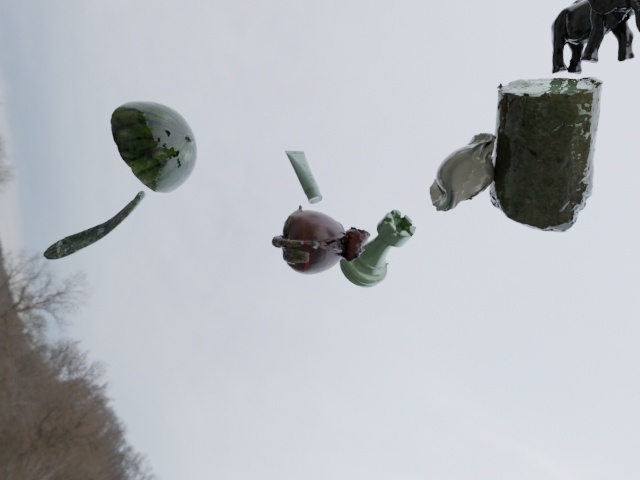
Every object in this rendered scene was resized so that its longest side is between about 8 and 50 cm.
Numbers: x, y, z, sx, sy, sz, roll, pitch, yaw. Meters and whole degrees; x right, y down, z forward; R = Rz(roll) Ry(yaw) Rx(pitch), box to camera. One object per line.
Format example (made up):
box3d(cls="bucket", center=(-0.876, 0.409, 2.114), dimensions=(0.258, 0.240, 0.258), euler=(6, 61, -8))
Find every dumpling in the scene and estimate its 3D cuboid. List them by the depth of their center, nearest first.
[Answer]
box3d(cls="dumpling", center=(0.297, -0.145, 0.976), dimensions=(0.187, 0.108, 0.127), euler=(-59, -167, 19))

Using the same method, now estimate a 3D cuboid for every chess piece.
box3d(cls="chess piece", center=(0.213, 0.024, 1.693), dimensions=(0.194, 0.195, 0.299), euler=(60, -41, 22))

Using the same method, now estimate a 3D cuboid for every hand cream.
box3d(cls="hand cream", center=(-0.052, -0.214, 1.517), dimensions=(0.050, 0.078, 0.204), euler=(-50, -124, 47))

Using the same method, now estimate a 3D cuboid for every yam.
box3d(cls="yam", center=(0.450, -0.174, 0.945), dimensions=(0.195, 0.195, 0.299), euler=(20, -60, 52))

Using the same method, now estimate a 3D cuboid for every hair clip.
box3d(cls="hair clip", center=(-0.441, -0.026, 0.925), dimensions=(0.036, 0.229, 0.066), euler=(59, -4, -33))

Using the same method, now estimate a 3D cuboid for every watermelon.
box3d(cls="watermelon", center=(-0.530, -0.345, 1.575), dimensions=(0.331, 0.190, 0.330), euler=(-23, 90, -81))

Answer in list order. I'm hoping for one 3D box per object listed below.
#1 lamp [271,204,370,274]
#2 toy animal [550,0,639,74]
box3d(cls="lamp", center=(-0.006, 0.010, 1.099), dimensions=(0.215, 0.224, 0.150), euler=(-138, -110, -76))
box3d(cls="toy animal", center=(0.538, -0.415, 0.899), dimensions=(0.245, 0.115, 0.146), euler=(14, -75, 61))
